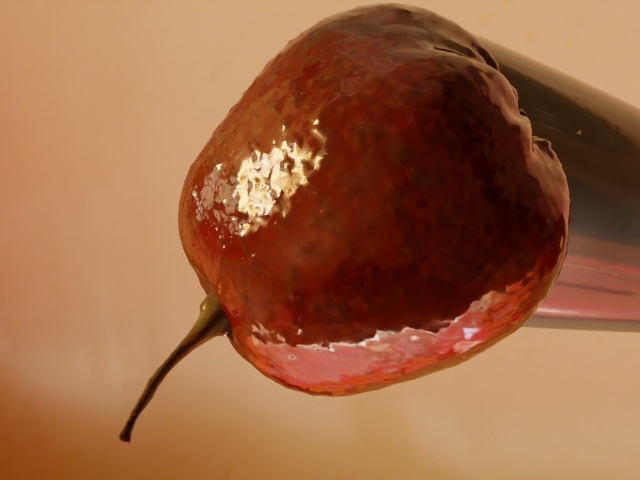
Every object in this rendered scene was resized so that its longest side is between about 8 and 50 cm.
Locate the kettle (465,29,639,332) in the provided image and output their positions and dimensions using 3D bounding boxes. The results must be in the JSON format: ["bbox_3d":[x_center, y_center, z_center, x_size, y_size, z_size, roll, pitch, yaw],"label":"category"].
[{"bbox_3d":[0.112,-0.011,1.045,0.210,0.243,0.160,-26,-121,49],"label":"kettle"}]

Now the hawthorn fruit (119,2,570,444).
[{"bbox_3d":[0.000,0.000,0.763,0.203,0.162,0.163,-30,-88,7],"label":"hawthorn fruit"}]
